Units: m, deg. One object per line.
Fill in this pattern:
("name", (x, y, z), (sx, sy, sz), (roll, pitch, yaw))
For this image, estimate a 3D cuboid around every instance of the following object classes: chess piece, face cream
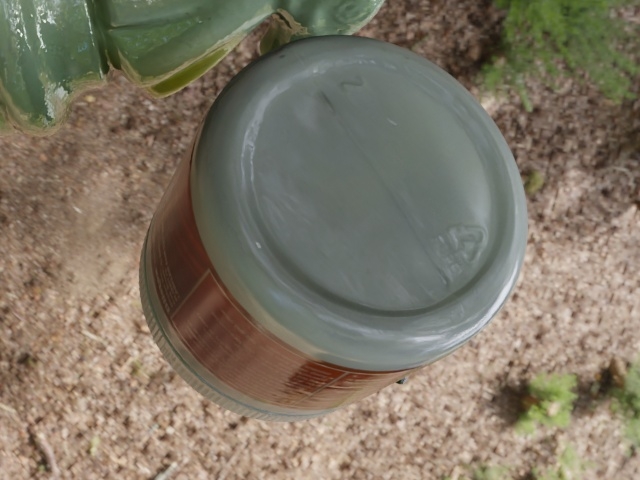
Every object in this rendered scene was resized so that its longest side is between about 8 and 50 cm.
("chess piece", (-0.085, -0.165, 0.612), (0.298, 0.176, 0.175), (-7, 111, -2))
("face cream", (0.000, 0.000, 0.589), (0.201, 0.187, 0.201), (8, 66, -19))

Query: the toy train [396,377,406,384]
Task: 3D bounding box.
("toy train", (0.007, 0.095, 0.925), (0.111, 0.170, 0.071), (11, 91, -26))
